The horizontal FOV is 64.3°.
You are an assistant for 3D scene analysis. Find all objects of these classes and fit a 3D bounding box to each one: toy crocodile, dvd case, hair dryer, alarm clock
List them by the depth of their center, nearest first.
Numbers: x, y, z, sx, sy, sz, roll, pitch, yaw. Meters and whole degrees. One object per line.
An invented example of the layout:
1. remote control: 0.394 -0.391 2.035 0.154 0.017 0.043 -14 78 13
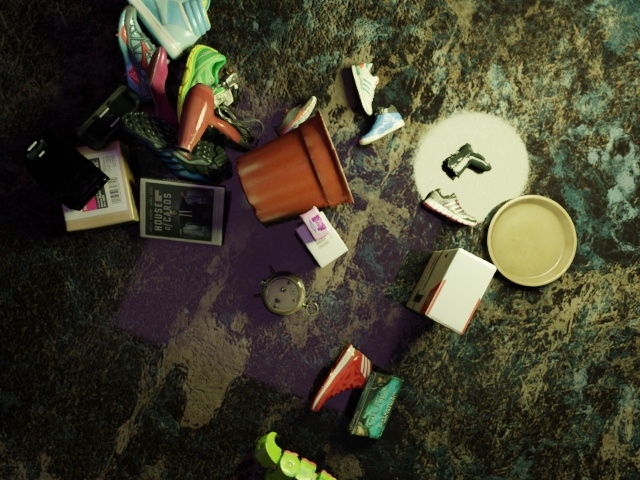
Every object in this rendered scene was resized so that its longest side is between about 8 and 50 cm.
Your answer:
1. hair dryer: -0.279 -0.326 1.396 0.293 0.080 0.223 -40 113 -36
2. toy crocodile: -0.043 0.684 1.469 0.341 0.105 0.115 33 128 -3
3. dvd case: -0.398 -0.084 1.469 0.239 0.029 0.179 6 110 -4
4. alarm clock: -0.092 0.165 1.497 0.192 0.064 0.129 28 87 -5

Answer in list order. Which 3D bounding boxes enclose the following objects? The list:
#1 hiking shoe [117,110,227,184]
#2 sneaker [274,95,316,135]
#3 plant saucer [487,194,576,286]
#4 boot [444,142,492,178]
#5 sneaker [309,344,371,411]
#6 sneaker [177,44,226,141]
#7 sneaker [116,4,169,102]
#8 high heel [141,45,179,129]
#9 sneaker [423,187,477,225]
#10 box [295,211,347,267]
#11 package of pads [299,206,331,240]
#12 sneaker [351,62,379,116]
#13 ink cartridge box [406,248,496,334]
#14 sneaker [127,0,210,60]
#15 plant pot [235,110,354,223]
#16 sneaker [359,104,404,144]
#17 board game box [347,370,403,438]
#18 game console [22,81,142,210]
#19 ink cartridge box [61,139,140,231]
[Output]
1. hiking shoe: -0.419 -0.240 1.413 0.304 0.113 0.132 25 128 -19
2. sneaker: -0.078 -0.377 1.513 0.065 0.061 0.158 41 86 5
3. plant saucer: 0.639 0.001 1.555 0.278 0.041 0.277 0 89 -4
4. boot: 0.444 -0.228 1.547 0.099 0.045 0.121 -43 84 -6
5. sneaker: 0.071 0.428 1.487 0.128 0.087 0.221 35 88 -1
6. sneaker: -0.339 -0.416 1.472 0.124 0.109 0.295 10 89 -3
7. sneaker: -0.491 -0.526 1.442 0.125 0.104 0.261 -3 121 -3
8. high heel: -0.426 -0.416 1.425 0.117 0.082 0.244 3 126 -29
9. sneaker: 0.400 -0.103 1.531 0.170 0.063 0.074 27 93 2
10. box: 0.000 0.000 1.450 0.091 0.170 0.130 -35 91 -2
11. package of pads: -0.014 -0.044 1.349 0.050 0.032 0.083 -32 89 -2
12. sneaker: 0.145 -0.457 1.528 0.075 0.057 0.161 -16 87 2
13. ink cartridge box: 0.352 0.135 1.419 0.114 0.273 0.197 28 87 1
14. sneaker: -0.443 -0.704 1.468 0.208 0.127 0.319 -37 100 -2
15. plant pot: -0.077 -0.182 1.418 0.265 0.272 0.272 -21 90 4
16. sneaker: 0.169 -0.351 1.524 0.152 0.058 0.084 -28 96 -8
17. board game box: 0.162 0.481 1.488 0.126 0.026 0.186 24 87 -36
18. game console: -0.628 -0.274 1.400 0.213 0.044 0.361 41 84 1
19. ink cartridge box: -0.636 -0.151 1.457 0.193 0.088 0.234 -12 89 -5
